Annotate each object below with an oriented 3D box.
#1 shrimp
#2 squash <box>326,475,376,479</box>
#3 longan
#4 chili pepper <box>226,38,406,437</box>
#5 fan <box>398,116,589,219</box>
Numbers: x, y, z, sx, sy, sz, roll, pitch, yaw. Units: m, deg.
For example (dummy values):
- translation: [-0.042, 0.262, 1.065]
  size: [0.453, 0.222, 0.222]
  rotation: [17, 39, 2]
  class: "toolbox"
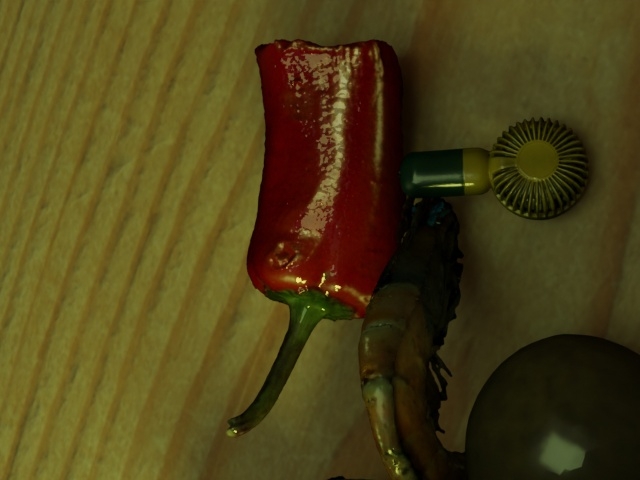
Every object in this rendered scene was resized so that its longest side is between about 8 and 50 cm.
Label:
- translation: [0.097, 0.098, 1.454]
  size: [0.054, 0.222, 0.290]
  rotation: [-12, 42, 23]
  class: "shrimp"
- translation: [0.042, 0.290, 1.470]
  size: [0.184, 0.085, 0.192]
  rotation: [-13, 119, 51]
  class: "squash"
- translation: [0.207, 0.173, 1.373]
  size: [0.204, 0.159, 0.185]
  rotation: [37, 115, 17]
  class: "longan"
- translation: [0.005, 0.000, 1.520]
  size: [0.134, 0.131, 0.338]
  rotation: [1, 85, 15]
  class: "chili pepper"
- translation: [0.140, -0.057, 1.450]
  size: [0.155, 0.039, 0.082]
  rotation: [-4, 77, 9]
  class: "fan"
